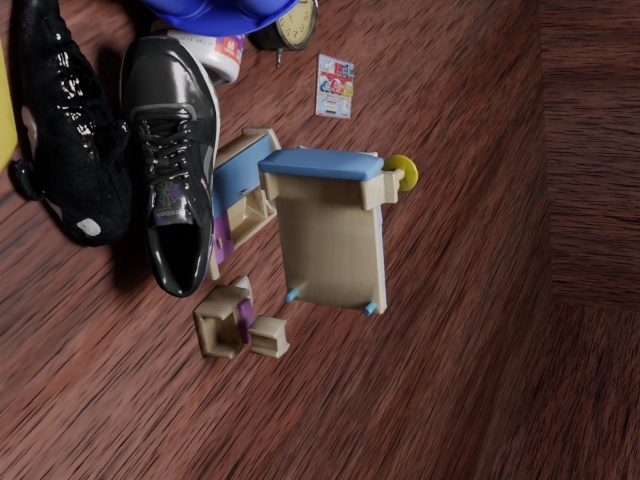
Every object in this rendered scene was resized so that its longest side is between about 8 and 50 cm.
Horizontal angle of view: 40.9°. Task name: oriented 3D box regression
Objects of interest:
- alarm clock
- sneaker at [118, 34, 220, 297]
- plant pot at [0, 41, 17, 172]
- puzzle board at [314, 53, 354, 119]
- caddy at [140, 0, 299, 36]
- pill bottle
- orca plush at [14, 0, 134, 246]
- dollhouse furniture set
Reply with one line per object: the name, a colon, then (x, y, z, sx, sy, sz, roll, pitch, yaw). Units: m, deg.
alarm clock: (-0.048, -0.343, 1.203, 0.192, 0.064, 0.129, -62, 145, -34)
sneaker: (-0.154, -0.074, 0.927, 0.124, 0.107, 0.283, -110, -166, -64)
plant pot: (-0.322, -0.108, 0.566, 0.187, 0.212, 0.212, -50, 139, -66)
puzzle board: (0.026, -0.253, 1.426, 0.128, 0.011, 0.096, -8, 102, -62)
caddy: (-0.113, -0.380, 0.858, 0.179, 0.241, 0.341, -32, 125, -74)
pill bottle: (-0.133, -0.286, 0.994, 0.108, 0.108, 0.193, 21, 76, -63)
orca plush: (-0.221, -0.125, 0.857, 0.151, 0.102, 0.287, -23, 115, -60)
dollhouse furniture set: (0.000, 0.000, 1.098, 0.198, 0.303, 0.286, -44, 133, -51)
